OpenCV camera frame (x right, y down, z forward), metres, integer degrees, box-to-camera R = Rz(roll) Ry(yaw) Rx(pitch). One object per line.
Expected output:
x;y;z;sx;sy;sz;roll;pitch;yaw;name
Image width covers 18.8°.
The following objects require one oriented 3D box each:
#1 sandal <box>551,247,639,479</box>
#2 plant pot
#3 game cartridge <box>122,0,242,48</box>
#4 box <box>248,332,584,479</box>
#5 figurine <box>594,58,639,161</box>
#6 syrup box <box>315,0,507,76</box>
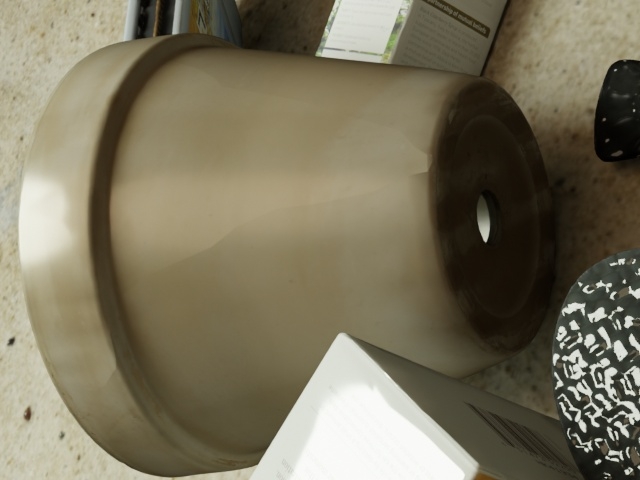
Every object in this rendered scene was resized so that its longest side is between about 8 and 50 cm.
0.305;0.140;1.039;0.446;0.107;0.167;29;93;41;sandal
0.000;0.000;1.344;0.280;0.323;0.323;-6;65;30;plant pot
-0.111;-0.144;1.612;0.062;0.198;0.297;-9;48;12;game cartridge
0.037;0.265;1.185;0.345;0.215;0.168;-59;37;10;box
0.243;-0.156;1.240;0.209;0.092;0.214;170;115;-75;figurine
0.087;-0.210;1.486;0.093;0.096;0.236;14;81;51;syrup box
